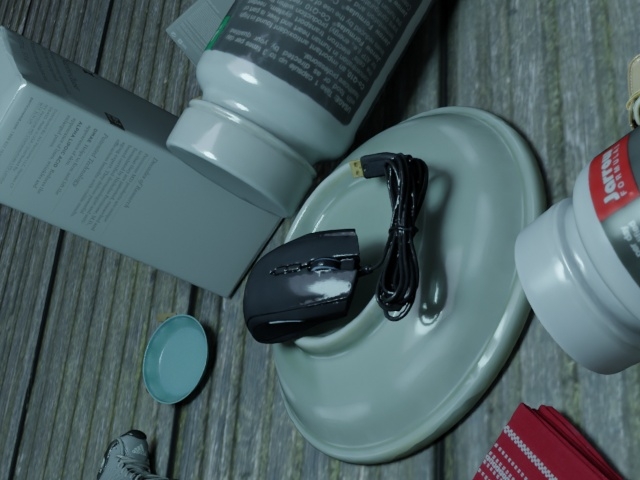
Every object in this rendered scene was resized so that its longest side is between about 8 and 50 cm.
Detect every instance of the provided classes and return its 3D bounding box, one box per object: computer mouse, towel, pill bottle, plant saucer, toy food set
[{"bbox_3d":[0.000,0.000,1.098,0.262,0.060,0.184,-17,56,49],"label":"computer mouse"},{"bbox_3d":[0.156,0.288,0.890,0.275,0.031,0.199,-60,34,11],"label":"towel"},{"bbox_3d":[0.288,-0.026,0.796,0.283,0.161,0.161,-38,40,34],"label":"pill bottle"},{"bbox_3d":[-0.016,-0.221,1.292,0.204,0.204,0.361,19,77,58],"label":"pill bottle"},{"bbox_3d":[0.053,0.026,1.155,0.400,0.100,0.401,-35,42,38],"label":"plant saucer"},{"bbox_3d":[-0.185,0.158,1.457,0.119,0.021,0.119,-16,63,36],"label":"plant saucer"},{"bbox_3d":[-0.215,0.161,1.521,0.078,0.019,0.122,-8,70,53],"label":"toy food set"}]

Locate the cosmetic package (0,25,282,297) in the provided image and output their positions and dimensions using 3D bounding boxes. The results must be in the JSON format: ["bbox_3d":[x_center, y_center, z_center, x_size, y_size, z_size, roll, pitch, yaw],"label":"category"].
[{"bbox_3d":[-0.258,-0.095,1.419,0.156,0.385,0.217,-57,35,14],"label":"cosmetic package"}]

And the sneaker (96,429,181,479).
[{"bbox_3d":[-0.231,0.293,1.392,0.228,0.086,0.132,-29,44,44],"label":"sneaker"}]

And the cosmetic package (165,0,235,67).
[{"bbox_3d":[-0.102,-0.351,1.600,0.238,0.107,0.127,-25,20,43],"label":"cosmetic package"}]

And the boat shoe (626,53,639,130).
[{"bbox_3d":[0.292,-0.107,0.941,0.063,0.059,0.170,-40,39,33],"label":"boat shoe"}]

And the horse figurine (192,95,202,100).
[{"bbox_3d":[-0.083,-0.231,1.522,0.174,0.066,0.263,-39,14,-31],"label":"horse figurine"}]
